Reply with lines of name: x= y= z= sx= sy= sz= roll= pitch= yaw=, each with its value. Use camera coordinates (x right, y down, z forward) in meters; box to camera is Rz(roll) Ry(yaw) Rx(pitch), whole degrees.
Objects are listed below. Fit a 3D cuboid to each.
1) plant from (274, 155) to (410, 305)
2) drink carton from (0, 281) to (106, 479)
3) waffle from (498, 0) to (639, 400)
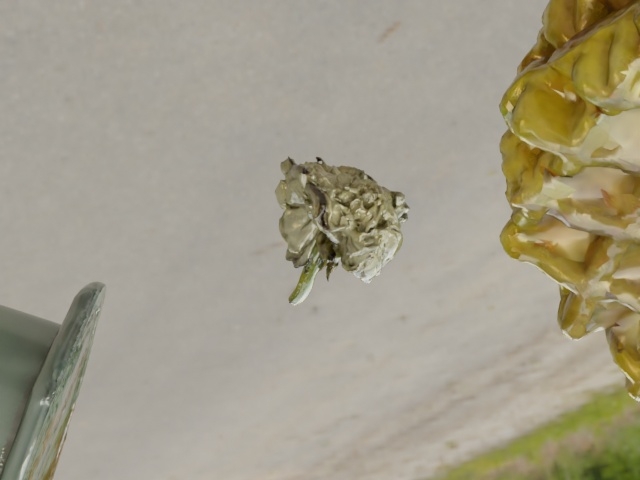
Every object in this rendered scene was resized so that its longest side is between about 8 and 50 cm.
plant: x=0.000 y=0.000 z=1.008 sx=0.122 sy=0.104 sz=0.116 roll=-62 pitch=177 yaw=16
drink carton: x=-0.230 y=0.090 z=0.762 sx=0.189 sy=0.185 sz=0.191 roll=21 pitch=126 yaw=0
waffle: x=0.235 y=-0.056 z=0.686 sx=0.261 sy=0.151 sz=0.324 roll=36 pitch=133 yaw=-10
